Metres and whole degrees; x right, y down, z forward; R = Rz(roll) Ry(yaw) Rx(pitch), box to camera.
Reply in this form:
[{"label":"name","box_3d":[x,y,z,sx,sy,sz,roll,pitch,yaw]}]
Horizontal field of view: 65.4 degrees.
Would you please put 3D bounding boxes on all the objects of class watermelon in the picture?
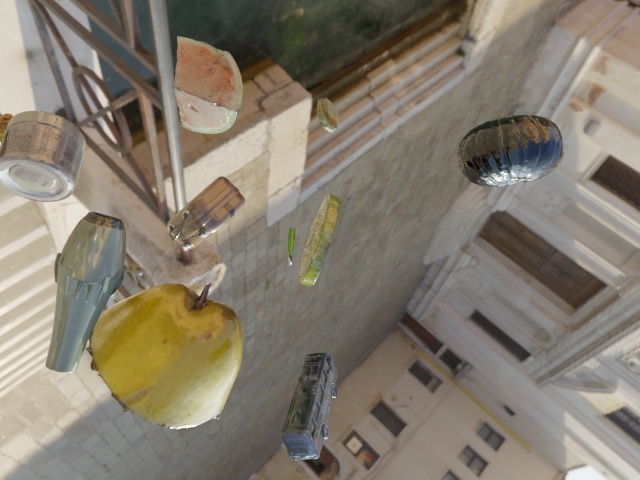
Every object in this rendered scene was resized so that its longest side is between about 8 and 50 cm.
[{"label":"watermelon","box_3d":[-0.322,-0.425,1.370,0.256,0.260,0.176,-15,150,33]}]

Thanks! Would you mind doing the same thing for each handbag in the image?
[{"label":"handbag","box_3d":[-0.444,-0.079,1.834,0.302,0.149,0.283,-25,-161,46]}]

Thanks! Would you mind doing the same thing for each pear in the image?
[{"label":"pear","box_3d":[-0.214,0.165,0.813,0.178,0.267,0.267,-40,166,21]}]

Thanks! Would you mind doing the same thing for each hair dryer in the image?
[{"label":"hair dryer","box_3d":[-0.369,0.086,0.779,0.267,0.092,0.229,-22,-126,63]}]

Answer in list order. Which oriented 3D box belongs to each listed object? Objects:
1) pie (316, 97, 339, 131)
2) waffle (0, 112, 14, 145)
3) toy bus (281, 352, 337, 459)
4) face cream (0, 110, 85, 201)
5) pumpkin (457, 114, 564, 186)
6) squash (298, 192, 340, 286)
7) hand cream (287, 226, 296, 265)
[{"label":"pie","box_3d":[0.015,-0.286,1.129,0.020,0.084,0.084,-17,180,32]},{"label":"waffle","box_3d":[-0.991,-0.293,1.440,0.260,0.293,0.069,-49,143,-38]},{"label":"toy bus","box_3d":[-0.012,0.232,0.719,0.166,0.047,0.065,-70,146,-59]},{"label":"face cream","box_3d":[-0.678,-0.200,1.212,0.177,0.153,0.177,-3,148,-2]},{"label":"pumpkin","box_3d":[0.374,-0.180,0.992,0.202,0.140,0.202,-6,177,0]},{"label":"squash","box_3d":[-0.005,-0.002,1.136,0.219,0.041,0.219,-162,-90,-86]},{"label":"hand cream","box_3d":[-0.088,0.015,1.498,0.036,0.023,0.122,102,-9,-56]}]
